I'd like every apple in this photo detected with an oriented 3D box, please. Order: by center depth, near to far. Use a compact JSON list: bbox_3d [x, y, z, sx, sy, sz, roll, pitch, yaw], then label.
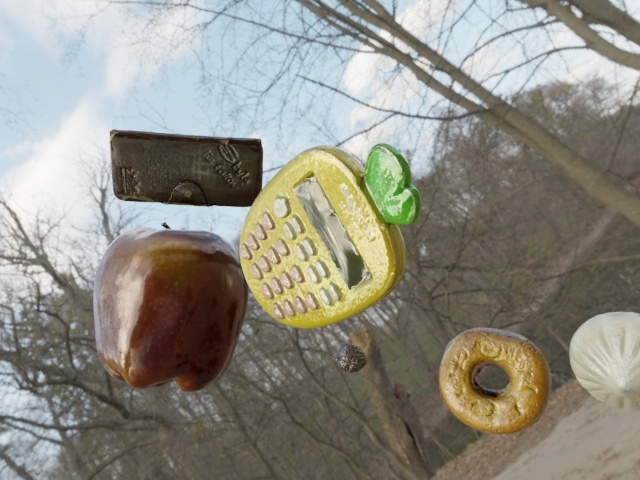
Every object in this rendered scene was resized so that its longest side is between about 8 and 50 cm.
[{"bbox_3d":[-0.273,0.118,0.909,0.288,0.317,0.288,2,-17,0],"label":"apple"}]

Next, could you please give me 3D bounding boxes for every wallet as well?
[{"bbox_3d":[-0.207,-0.108,0.763,0.232,0.031,0.122,1,-61,-11],"label":"wallet"}]

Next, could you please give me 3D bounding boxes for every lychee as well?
[{"bbox_3d":[0.073,0.289,1.189,0.068,0.083,0.067,-92,12,-78],"label":"lychee"}]

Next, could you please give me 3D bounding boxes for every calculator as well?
[{"bbox_3d":[0.000,0.000,0.435,0.032,0.146,0.235,-23,-9,-47],"label":"calculator"}]

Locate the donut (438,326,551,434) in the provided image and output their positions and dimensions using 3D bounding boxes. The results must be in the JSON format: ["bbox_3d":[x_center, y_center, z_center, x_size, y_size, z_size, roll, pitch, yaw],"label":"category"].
[{"bbox_3d":[0.351,0.282,0.985,0.226,0.226,0.114,-46,-28,1],"label":"donut"}]

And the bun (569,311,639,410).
[{"bbox_3d":[0.401,0.170,0.635,0.094,0.138,0.138,-39,-17,-51],"label":"bun"}]
